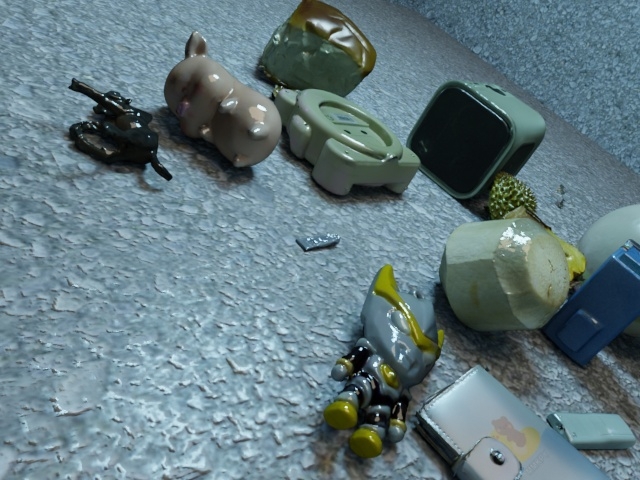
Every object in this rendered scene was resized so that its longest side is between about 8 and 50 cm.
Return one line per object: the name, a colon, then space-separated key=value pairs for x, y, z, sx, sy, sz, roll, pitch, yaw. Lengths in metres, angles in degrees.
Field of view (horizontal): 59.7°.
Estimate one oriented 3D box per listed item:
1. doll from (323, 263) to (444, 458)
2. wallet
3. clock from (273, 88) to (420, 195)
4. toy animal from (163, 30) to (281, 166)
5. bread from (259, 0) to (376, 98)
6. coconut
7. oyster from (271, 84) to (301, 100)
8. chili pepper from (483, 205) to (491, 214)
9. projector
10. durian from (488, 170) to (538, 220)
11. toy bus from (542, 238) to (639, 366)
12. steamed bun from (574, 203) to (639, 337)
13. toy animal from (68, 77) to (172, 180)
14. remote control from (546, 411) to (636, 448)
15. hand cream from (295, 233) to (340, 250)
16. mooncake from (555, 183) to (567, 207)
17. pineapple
doll: x=0.095 y=0.152 z=0.770 sx=0.145 sy=0.103 sz=0.316 roll=32 pitch=38 yaw=8
wallet: x=0.245 y=0.285 z=0.736 sx=0.170 sy=0.069 sz=0.231 roll=-25 pitch=54 yaw=-34
clock: x=0.050 y=-0.230 z=1.270 sx=0.284 sy=0.114 sz=0.309 roll=-8 pitch=46 yaw=-43
toy animal: x=-0.184 y=-0.248 z=1.050 sx=0.250 sy=0.166 sz=0.154 roll=41 pitch=23 yaw=6
bread: x=0.002 y=-0.513 z=1.516 sx=0.279 sy=0.225 sz=0.250 roll=28 pitch=32 yaw=-13
coconut: x=0.310 y=0.061 z=0.992 sx=0.202 sy=0.222 sz=0.202 roll=6 pitch=80 yaw=-36
oyster: x=-0.064 y=-0.356 z=1.426 sx=0.132 sy=0.029 sz=0.086 roll=22 pitch=38 yaw=-19
chili pepper: x=0.461 y=-0.065 z=1.457 sx=0.083 sy=0.022 sz=0.027 roll=34 pitch=65 yaw=5
projector: x=0.417 y=-0.273 z=1.495 sx=0.248 sy=0.248 sz=0.249 roll=45 pitch=34 yaw=22
durian: x=0.489 y=-0.067 z=1.384 sx=0.208 sy=0.102 sz=0.146 roll=53 pitch=58 yaw=-31
toy bus: x=0.534 y=0.125 z=1.053 sx=0.133 sy=0.234 sz=0.116 roll=-21 pitch=57 yaw=-43
steamed bun: x=0.693 y=0.073 z=1.246 sx=0.309 sy=0.309 sz=0.309 roll=21 pitch=32 yaw=-14
toy animal: x=-0.325 y=-0.188 z=0.920 sx=0.148 sy=0.084 sz=0.233 roll=-5 pitch=42 yaw=-45
remote control: x=0.443 y=0.306 z=0.905 sx=0.162 sy=0.029 sz=0.061 roll=11 pitch=35 yaw=-28
hand cream: x=0.000 y=0.000 z=0.984 sx=0.093 sy=0.019 sz=0.030 roll=-8 pitch=46 yaw=-43
mooncake: x=0.823 y=-0.037 z=1.695 sx=0.150 sy=0.057 sz=0.347 roll=4 pitch=45 yaw=-56
pineapple: x=0.398 y=0.027 z=1.109 sx=0.236 sy=0.186 sz=0.114 roll=14 pitch=34 yaw=42
